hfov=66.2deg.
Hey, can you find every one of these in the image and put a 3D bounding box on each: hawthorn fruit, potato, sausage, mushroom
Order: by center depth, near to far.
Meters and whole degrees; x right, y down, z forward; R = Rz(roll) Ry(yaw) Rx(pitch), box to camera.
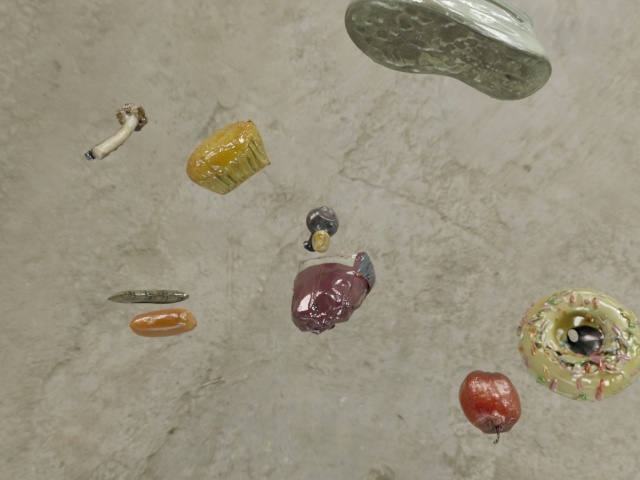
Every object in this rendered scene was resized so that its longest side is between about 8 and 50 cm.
[{"bbox_3d":[-0.423,-0.228,1.021,0.060,0.061,0.187,11,45,9],"label":"mushroom"},{"bbox_3d":[0.452,0.445,1.305,0.156,0.157,0.194,7,44,-4],"label":"hawthorn fruit"},{"bbox_3d":[0.000,0.000,1.501,0.062,0.083,0.068,-23,69,7],"label":"potato"},{"bbox_3d":[-0.515,0.271,1.613,0.238,0.098,0.098,-8,79,19],"label":"sausage"}]

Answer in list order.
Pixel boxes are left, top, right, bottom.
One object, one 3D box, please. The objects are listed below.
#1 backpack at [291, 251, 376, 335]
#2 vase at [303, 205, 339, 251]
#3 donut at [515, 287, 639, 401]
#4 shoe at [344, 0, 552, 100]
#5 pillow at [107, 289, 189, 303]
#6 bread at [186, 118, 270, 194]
[{"bbox_3d":[0.032,0.183,1.626,0.283,0.317,0.197,-14,119,22],"label":"backpack"},{"bbox_3d":[-0.008,-0.034,1.743,0.120,0.183,0.120,14,45,-14],"label":"vase"},{"bbox_3d":[0.372,0.142,0.709,0.174,0.068,0.175,-12,53,17],"label":"donut"},{"bbox_3d":[0.199,-0.331,0.741,0.316,0.124,0.160,19,63,-9],"label":"shoe"},{"bbox_3d":[-0.501,0.165,1.435,0.203,0.113,0.039,8,72,-43],"label":"pillow"},{"bbox_3d":[-0.259,-0.228,1.366,0.240,0.240,0.139,-39,122,-11],"label":"bread"}]
